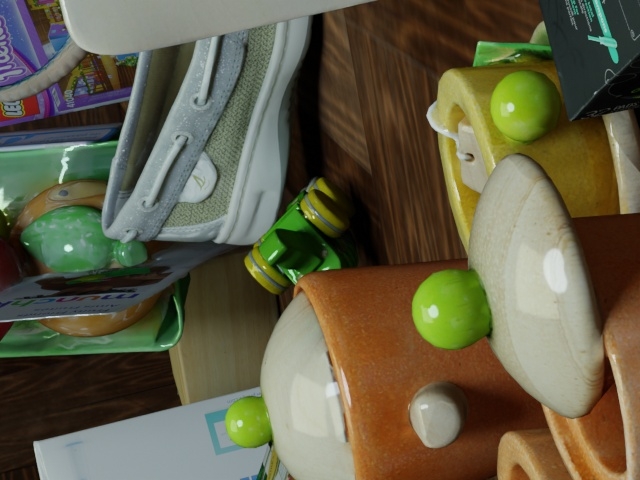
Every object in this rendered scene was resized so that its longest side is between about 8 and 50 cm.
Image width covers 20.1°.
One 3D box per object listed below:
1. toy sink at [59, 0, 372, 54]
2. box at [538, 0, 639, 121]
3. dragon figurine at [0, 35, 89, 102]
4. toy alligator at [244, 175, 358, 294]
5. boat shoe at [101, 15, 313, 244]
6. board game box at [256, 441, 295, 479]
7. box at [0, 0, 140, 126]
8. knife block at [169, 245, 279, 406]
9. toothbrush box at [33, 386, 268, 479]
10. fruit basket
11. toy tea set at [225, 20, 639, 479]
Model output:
[{"bbox_3d":[-0.047,-0.197,0.677,0.131,0.153,0.234,-147,44,-78],"label":"toy sink"},{"bbox_3d":[0.080,-0.062,0.350,0.083,0.062,0.052,122,135,-77],"label":"box"},{"bbox_3d":[-0.095,-0.202,0.884,0.144,0.085,0.289,39,106,49],"label":"dragon figurine"},{"bbox_3d":[0.000,0.000,1.014,0.051,0.056,0.190,44,-168,-3],"label":"toy alligator"},{"bbox_3d":[-0.070,-0.125,1.025,0.118,0.103,0.320,-111,21,-43],"label":"boat shoe"},{"bbox_3d":[-0.007,0.153,1.100,0.259,0.030,0.136,-134,59,-80],"label":"board game box"},{"bbox_3d":[-0.170,-0.206,1.279,0.293,0.201,0.057,91,164,-55],"label":"box"},{"bbox_3d":[-0.075,0.117,1.533,0.275,0.088,0.242,151,105,-81],"label":"knife block"},{"bbox_3d":[-0.092,0.244,1.402,0.295,0.216,0.126,90,164,-60],"label":"toothbrush box"},{"bbox_3d":[-0.231,0.009,1.238,0.353,0.327,0.165,-18,-76,-74],"label":"fruit basket"},{"bbox_3d":[0.041,0.052,0.561,0.336,0.124,0.200,92,163,-61],"label":"toy tea set"}]
